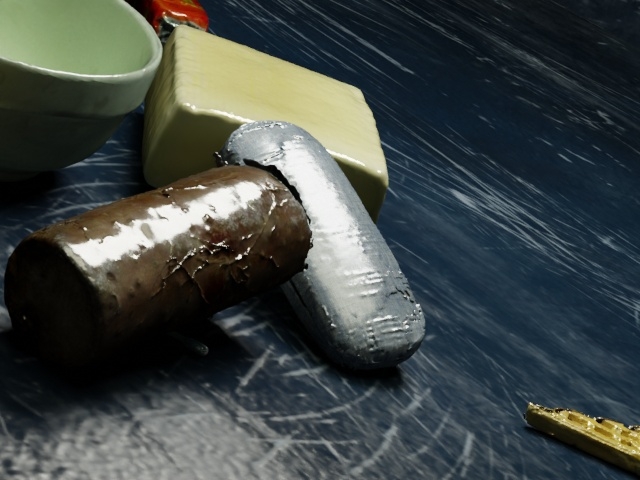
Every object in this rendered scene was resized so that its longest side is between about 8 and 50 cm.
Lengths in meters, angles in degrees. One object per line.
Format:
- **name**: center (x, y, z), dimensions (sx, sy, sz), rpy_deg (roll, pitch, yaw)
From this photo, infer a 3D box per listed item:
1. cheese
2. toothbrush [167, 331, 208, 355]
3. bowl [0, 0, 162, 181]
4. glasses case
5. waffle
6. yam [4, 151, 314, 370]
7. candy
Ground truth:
- **cheese**: center (-0.062, -0.107, 1.918), dimensions (0.242, 0.124, 0.265), rpy_deg (15, 22, -11)
- **toothbrush**: center (-0.165, 0.057, 1.543), dimensions (0.162, 0.014, 0.017), rpy_deg (27, 1, 13)
- **bowl**: center (-0.317, -0.165, 1.720), dimensions (0.307, 0.163, 0.307), rpy_deg (21, 20, -8)
- **glasses case**: center (0.000, 0.000, 1.689), dimensions (0.109, 0.067, 0.282), rpy_deg (-11, 55, -34)
- **waffle**: center (0.261, 0.175, 1.696), dimensions (0.152, 0.023, 0.097), rpy_deg (24, 18, 3)
- **yam**: center (-0.132, 0.016, 1.494), dimensions (0.131, 0.131, 0.279), rpy_deg (33, 31, 25)
- **candy**: center (-0.194, -0.287, 2.325), dimensions (0.086, 0.059, 0.292), rpy_deg (9, 23, -25)
